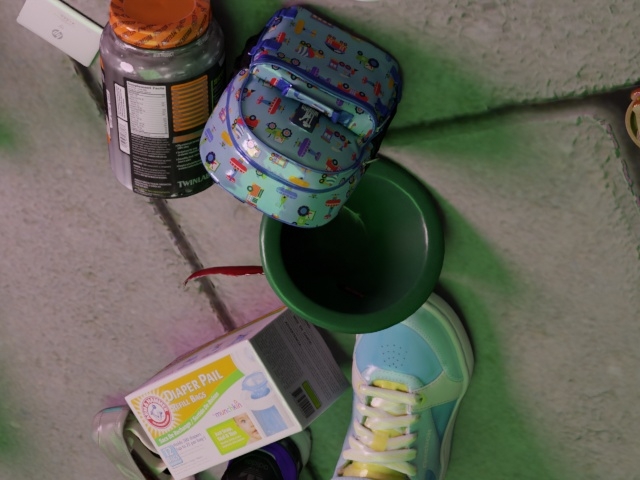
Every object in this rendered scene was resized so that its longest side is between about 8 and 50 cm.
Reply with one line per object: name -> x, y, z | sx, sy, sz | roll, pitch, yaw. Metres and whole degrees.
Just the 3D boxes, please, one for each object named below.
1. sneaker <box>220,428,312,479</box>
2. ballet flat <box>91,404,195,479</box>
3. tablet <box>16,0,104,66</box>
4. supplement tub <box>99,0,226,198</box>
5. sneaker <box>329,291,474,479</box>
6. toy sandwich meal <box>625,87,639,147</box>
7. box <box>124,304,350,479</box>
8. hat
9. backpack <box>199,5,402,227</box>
sneaker -> -0.087, 0.337, 2.072 | 0.102, 0.146, 0.293 | 15, 133, 10
ballet flat -> -0.186, 0.275, 2.115 | 0.068, 0.072, 0.213 | -20, 119, 31
tablet -> -0.251, -0.207, 1.758 | 0.083, 0.006, 0.054 | 33, 135, -6
supplement tub -> -0.145, -0.143, 1.691 | 0.117, 0.117, 0.190 | 13, 133, 13
sneaker -> 0.068, 0.211, 1.847 | 0.127, 0.208, 0.319 | 11, 133, 16
toy sandwich meal -> 0.304, -0.100, 1.590 | 0.085, 0.029, 0.085 | 12, 133, 14
box -> -0.090, 0.161, 1.927 | 0.203, 0.103, 0.114 | -27, 96, 39
hat -> 0.000, 0.000, 1.808 | 0.208, 0.173, 0.183 | 19, 175, -12
backpack -> -0.020, -0.104, 1.630 | 0.158, 0.173, 0.117 | 31, 135, -3
